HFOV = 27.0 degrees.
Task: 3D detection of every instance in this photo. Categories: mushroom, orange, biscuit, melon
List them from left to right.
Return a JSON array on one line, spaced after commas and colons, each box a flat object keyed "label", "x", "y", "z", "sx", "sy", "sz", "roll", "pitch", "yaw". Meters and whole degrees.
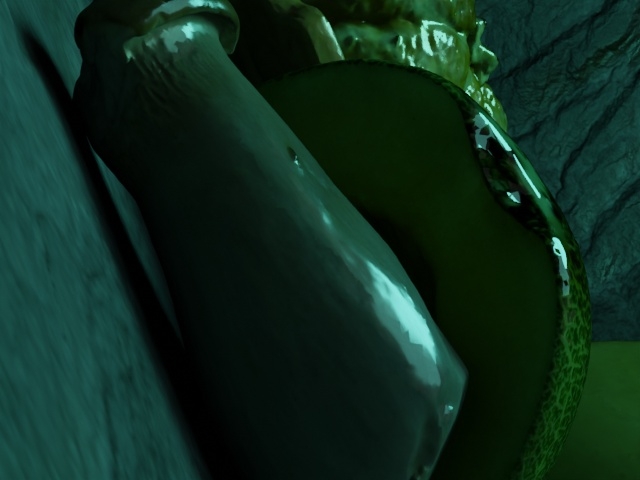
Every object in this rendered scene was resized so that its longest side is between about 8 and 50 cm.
[{"label": "biscuit", "x": -0.066, "y": -0.126, "z": 0.888, "sx": 0.236, "sy": 0.040, "sz": 0.144, "roll": 19, "pitch": -36, "yaw": 52}, {"label": "mushroom", "x": -0.021, "y": 0.014, "z": 0.475, "sx": 0.225, "sy": 0.093, "sz": 0.116, "roll": 52, "pitch": 25, "yaw": -4}, {"label": "orange", "x": -0.008, "y": -0.109, "z": 1.084, "sx": 0.210, "sy": 0.271, "sz": 0.368, "roll": -58, "pitch": 141, "yaw": -35}, {"label": "melon", "x": 0.054, "y": 0.027, "z": 0.618, "sx": 0.129, "sy": 0.169, "sz": 0.265, "roll": 13, "pitch": 44, "yaw": -49}]

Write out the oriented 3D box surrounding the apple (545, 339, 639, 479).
[{"label": "apple", "x": 0.166, "y": 0.179, "z": 0.731, "sx": 0.262, "sy": 0.262, "sz": 0.262, "roll": 157, "pitch": -90, "yaw": -89}]
